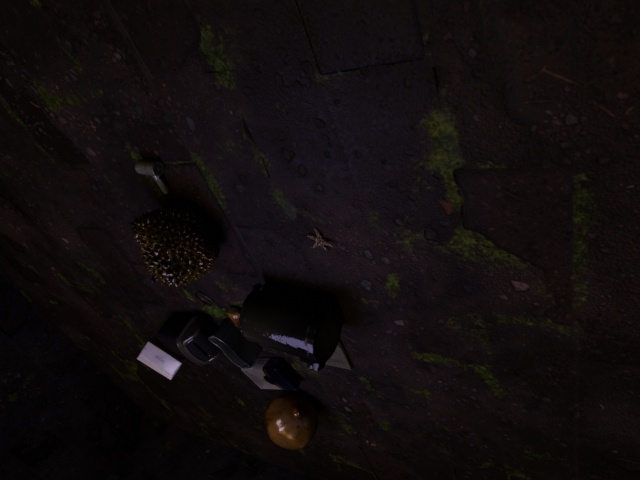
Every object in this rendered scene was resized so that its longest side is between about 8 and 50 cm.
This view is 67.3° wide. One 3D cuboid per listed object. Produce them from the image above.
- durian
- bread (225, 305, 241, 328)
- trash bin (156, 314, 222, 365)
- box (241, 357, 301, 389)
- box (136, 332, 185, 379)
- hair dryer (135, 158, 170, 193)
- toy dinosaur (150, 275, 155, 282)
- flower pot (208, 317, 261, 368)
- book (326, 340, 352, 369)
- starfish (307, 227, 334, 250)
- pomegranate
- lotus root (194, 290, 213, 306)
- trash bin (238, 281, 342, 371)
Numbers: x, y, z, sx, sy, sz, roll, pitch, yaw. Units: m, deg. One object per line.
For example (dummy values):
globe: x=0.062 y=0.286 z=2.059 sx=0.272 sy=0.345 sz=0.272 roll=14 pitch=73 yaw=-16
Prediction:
durian: x=-0.482 y=0.012 z=1.593 sx=0.258 sy=0.258 sz=0.293 roll=-23 pitch=106 yaw=47
bread: x=-0.343 y=0.319 z=1.978 sx=0.072 sy=0.053 sz=0.106 roll=15 pitch=145 yaw=26
trash bin: x=-0.590 y=0.447 z=2.193 sx=0.290 sy=0.182 sz=0.209 roll=0 pitch=138 yaw=42
box: x=-0.227 y=0.613 z=2.208 sx=0.259 sy=0.071 sz=0.168 roll=-14 pitch=123 yaw=45
box: x=-0.754 y=0.553 z=2.367 sx=0.194 sy=0.111 sz=0.260 roll=34 pitch=-175 yaw=-4
hair dryer: x=-0.524 y=-0.199 z=1.538 sx=0.082 sy=0.047 sz=0.137 roll=10 pitch=145 yaw=27
toy dinosaur: x=-0.587 y=0.049 z=1.785 sx=0.076 sy=0.145 sz=0.329 roll=9 pitch=-171 yaw=-14
flower pot: x=-0.372 y=0.451 z=2.100 sx=0.103 sy=0.108 sz=0.229 roll=-16 pitch=121 yaw=44
book: x=-0.015 y=0.384 z=1.849 sx=0.216 sy=0.021 sz=0.310 roll=4 pitch=135 yaw=32
starfish: x=0.000 y=0.000 z=1.415 sx=0.092 sy=0.016 sz=0.086 roll=21 pitch=143 yaw=22
pomegranate: x=-0.135 y=0.845 z=2.255 sx=0.264 sy=0.264 sz=0.264 roll=19 pitch=141 yaw=16
lotus root: x=-0.491 y=0.250 z=2.015 sx=0.083 sy=0.037 sz=0.030 roll=35 pitch=146 yaw=-5
trash bin: x=-0.103 y=0.287 z=1.648 sx=0.301 sy=0.203 sz=0.252 roll=10 pitch=98 yaw=27
